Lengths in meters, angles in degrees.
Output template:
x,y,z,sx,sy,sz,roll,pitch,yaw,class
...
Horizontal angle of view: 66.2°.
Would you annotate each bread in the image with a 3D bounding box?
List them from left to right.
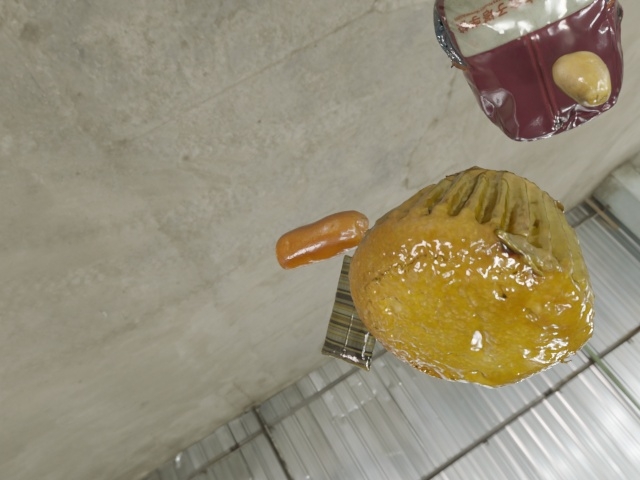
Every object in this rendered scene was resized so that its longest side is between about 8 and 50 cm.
x,y,z,sx,sy,sz,roll,pitch,yaw,class
0.142,0.045,0.491,0.240,0.239,0.139,112,3,-49,bread

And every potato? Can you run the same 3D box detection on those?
x,y,z,sx,sy,sz,roll,pitch,yaw,class
0.349,-0.215,0.655,0.068,0.084,0.062,8,149,-40,potato

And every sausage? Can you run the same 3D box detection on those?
x,y,z,sx,sy,sz,roll,pitch,yaw,class
0.000,0.000,1.084,0.238,0.098,0.098,-19,164,28,sausage

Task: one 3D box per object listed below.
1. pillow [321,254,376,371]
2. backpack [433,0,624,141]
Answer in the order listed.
x,y,z,sx,sy,sz,roll,pitch,yaw,class
0.067,0.136,0.941,0.038,0.113,0.204,16,86,-56,pillow
0.374,-0.333,0.844,0.283,0.317,0.197,-15,-152,34,backpack
